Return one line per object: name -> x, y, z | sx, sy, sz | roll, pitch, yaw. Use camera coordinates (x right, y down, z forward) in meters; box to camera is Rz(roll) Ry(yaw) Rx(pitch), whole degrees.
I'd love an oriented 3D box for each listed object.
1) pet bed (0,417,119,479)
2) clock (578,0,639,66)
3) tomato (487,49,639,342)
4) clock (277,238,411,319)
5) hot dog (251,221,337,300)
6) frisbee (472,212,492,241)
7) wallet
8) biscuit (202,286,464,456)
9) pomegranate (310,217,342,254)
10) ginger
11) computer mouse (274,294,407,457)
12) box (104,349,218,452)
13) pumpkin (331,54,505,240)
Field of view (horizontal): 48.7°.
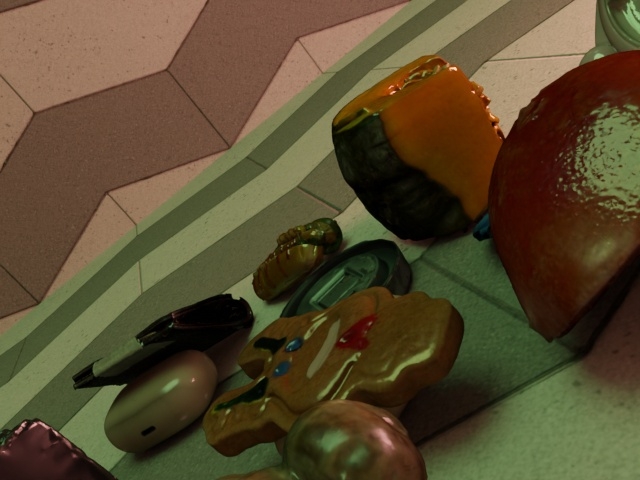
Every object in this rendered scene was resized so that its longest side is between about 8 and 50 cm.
pet bed -> -0.379, 0.365, 0.916 | 0.159, 0.211, 0.183 | -35, 18, 40
clock -> 0.484, -0.318, 0.815 | 0.326, 0.184, 0.341 | -3, 82, 63
tomato -> 0.249, -0.064, 0.653 | 0.309, 0.170, 0.309 | -41, -19, -17
clock -> 0.034, 0.087, 1.045 | 0.226, 0.049, 0.226 | -34, 21, 15
hot dog -> -0.053, 0.030, 1.220 | 0.104, 0.076, 0.250 | -56, 7, -32
frisbee -> 0.294, -0.071, 0.882 | 0.242, 0.045, 0.242 | -40, -1, -1
wallet -> -0.257, 0.171, 1.188 | 0.221, 0.071, 0.262 | -30, -11, 18
biscuit -> 0.002, 0.130, 0.757 | 0.334, 0.047, 0.202 | -20, 28, 40
pomegranate -> 0.001, -0.003, 1.283 | 0.084, 0.073, 0.073 | -45, 10, 43
ginger -> -0.036, 0.253, 0.525 | 0.304, 0.155, 0.244 | -51, 11, 39
computer mouse -> 0.041, 0.161, 0.807 | 0.145, 0.082, 0.236 | -18, 29, 46
box -> -0.252, 0.253, 1.119 | 0.200, 0.088, 0.146 | -32, 18, 17
pumpkin -> 0.159, -0.148, 1.114 | 0.256, 0.225, 0.303 | -31, 14, 9
